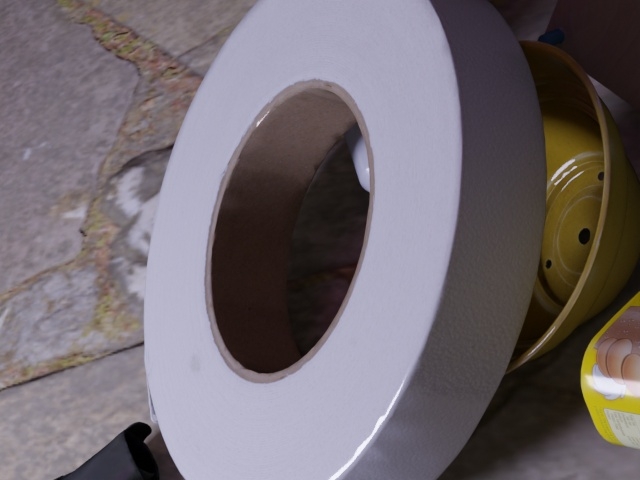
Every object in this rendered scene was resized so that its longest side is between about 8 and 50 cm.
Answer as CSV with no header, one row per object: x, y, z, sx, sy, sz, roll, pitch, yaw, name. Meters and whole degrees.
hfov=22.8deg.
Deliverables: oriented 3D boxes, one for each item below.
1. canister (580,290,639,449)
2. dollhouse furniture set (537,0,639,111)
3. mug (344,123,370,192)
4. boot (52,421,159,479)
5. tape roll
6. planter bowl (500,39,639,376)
0.222,0.059,0.744,0.126,0.073,0.170,-38,25,-30,canister
0.222,-0.186,1.094,0.303,0.198,0.286,40,133,28,dollhouse furniture set
0.055,-0.070,1.182,0.078,0.062,0.064,-31,51,33,mug
-0.168,0.231,1.167,0.137,0.077,0.198,-37,42,11,boot
0.000,0.000,1.071,0.392,0.072,0.392,-26,58,52,tape roll
0.140,-0.011,1.008,0.217,0.090,0.217,-29,55,51,planter bowl
